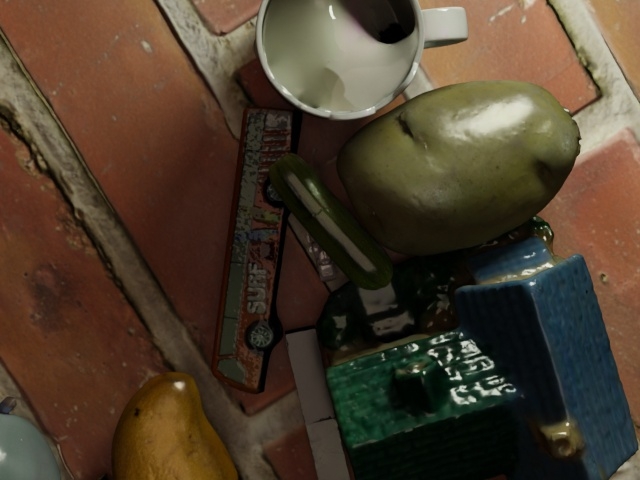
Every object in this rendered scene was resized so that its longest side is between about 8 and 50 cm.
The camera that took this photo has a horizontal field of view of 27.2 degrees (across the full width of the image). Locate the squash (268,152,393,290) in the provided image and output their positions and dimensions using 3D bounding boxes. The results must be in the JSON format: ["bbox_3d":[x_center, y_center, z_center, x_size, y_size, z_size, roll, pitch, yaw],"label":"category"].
[{"bbox_3d":[0.015,-0.023,1.817,0.066,0.066,0.229,-40,91,1],"label":"squash"}]

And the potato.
[{"bbox_3d":[0.190,-0.104,1.823,0.326,0.243,0.221,-25,101,-14],"label":"potato"}]

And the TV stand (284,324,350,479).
[{"bbox_3d":[-0.002,0.254,1.944,0.049,0.040,0.257,-13,95,-2],"label":"TV stand"}]

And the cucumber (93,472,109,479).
[{"bbox_3d":[-0.287,0.429,1.940,0.058,0.058,0.187,-33,95,1],"label":"cucumber"}]

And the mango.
[{"bbox_3d":[-0.208,0.338,1.906,0.177,0.120,0.295,-13,87,2],"label":"mango"}]

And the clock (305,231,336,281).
[{"bbox_3d":[0.000,0.000,1.906,0.041,0.087,0.129,-11,103,-1],"label":"clock"}]

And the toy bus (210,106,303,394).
[{"bbox_3d":[-0.087,0.012,1.898,0.092,0.093,0.409,8,93,5],"label":"toy bus"}]

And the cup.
[{"bbox_3d":[0.054,-0.276,1.795,0.289,0.257,0.219,-8,95,-2],"label":"cup"}]

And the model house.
[{"bbox_3d":[0.202,0.179,1.797,0.382,0.342,0.335,-18,96,0],"label":"model house"}]

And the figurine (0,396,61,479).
[{"bbox_3d":[-0.559,0.383,1.859,0.381,0.205,0.225,-19,101,2],"label":"figurine"}]
